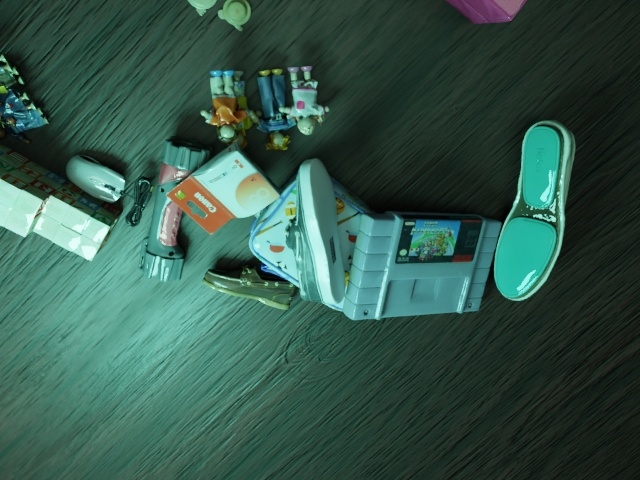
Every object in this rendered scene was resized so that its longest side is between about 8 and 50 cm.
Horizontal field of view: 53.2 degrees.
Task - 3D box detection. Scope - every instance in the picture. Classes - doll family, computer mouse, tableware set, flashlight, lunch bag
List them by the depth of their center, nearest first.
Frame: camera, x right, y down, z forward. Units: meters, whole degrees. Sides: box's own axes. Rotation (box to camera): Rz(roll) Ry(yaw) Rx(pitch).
[{"bbox_3d":[-0.176,-0.504,1.252,0.141,0.020,0.168,31,102,-15],"label":"tableware set"},{"bbox_3d":[-0.626,-0.273,1.256,0.111,0.076,0.192,-26,115,-4],"label":"doll family"},{"bbox_3d":[-0.121,-0.262,1.300,0.263,0.118,0.163,-9,103,-21],"label":"doll family"},{"bbox_3d":[-0.446,-0.114,1.321,0.193,0.042,0.106,26,98,1],"label":"computer mouse"},{"bbox_3d":[-0.302,-0.060,1.344,0.103,0.103,0.303,0,112,-36],"label":"flashlight"},{"bbox_3d":[0.000,0.000,1.380,0.303,0.115,0.243,36,104,-15],"label":"lunch bag"}]

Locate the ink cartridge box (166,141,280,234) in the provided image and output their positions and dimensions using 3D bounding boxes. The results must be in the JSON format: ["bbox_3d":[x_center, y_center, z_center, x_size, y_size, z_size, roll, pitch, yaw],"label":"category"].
[{"bbox_3d":[-0.194,-0.092,1.281,0.179,0.045,0.145,-37,129,8],"label":"ink cartridge box"}]

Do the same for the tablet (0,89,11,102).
[{"bbox_3d":[-0.659,-0.318,1.280,0.083,0.006,0.054,28,103,-13],"label":"tablet"}]

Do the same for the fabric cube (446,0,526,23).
[{"bbox_3d":[0.285,-0.572,1.143,0.258,0.259,0.254,33,103,-11],"label":"fabric cube"}]

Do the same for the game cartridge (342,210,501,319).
[{"bbox_3d":[0.226,0.051,1.369,0.355,0.068,0.230,0,114,-31],"label":"game cartridge"}]

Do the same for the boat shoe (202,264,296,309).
[{"bbox_3d":[-0.154,0.091,1.419,0.207,0.073,0.073,16,104,-17],"label":"boat shoe"}]

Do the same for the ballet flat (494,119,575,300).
[{"bbox_3d":[0.482,-0.062,1.391,0.139,0.139,0.399,4,108,-6],"label":"ballet flat"}]

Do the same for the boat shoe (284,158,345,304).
[{"bbox_3d":[-0.023,-0.013,1.264,0.102,0.108,0.301,1,117,24],"label":"boat shoe"}]

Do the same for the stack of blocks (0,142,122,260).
[{"bbox_3d":[-0.565,-0.076,1.279,0.297,0.171,0.087,30,103,-13],"label":"stack of blocks"}]
